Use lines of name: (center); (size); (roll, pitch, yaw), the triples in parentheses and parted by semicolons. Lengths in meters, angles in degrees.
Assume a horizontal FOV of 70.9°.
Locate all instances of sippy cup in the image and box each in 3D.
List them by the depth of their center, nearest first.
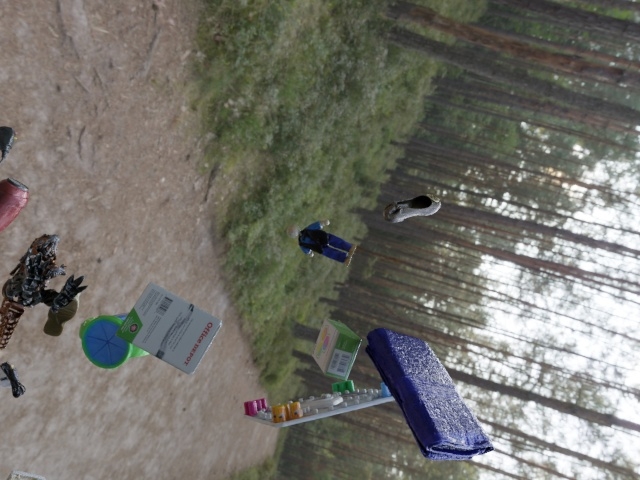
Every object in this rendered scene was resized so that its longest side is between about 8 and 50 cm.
sippy cup: (-0.901, 0.429, 2.029); (0.240, 0.305, 0.224); (-38, 178, 11)

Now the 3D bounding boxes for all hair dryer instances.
hair dryer: (-0.803, -0.118, 1.050); (0.080, 0.224, 0.293); (165, -81, -86)

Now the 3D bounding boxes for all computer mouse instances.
computer mouse: (-0.930, 0.406, 1.325); (0.042, 0.193, 0.106); (-30, 103, -45)

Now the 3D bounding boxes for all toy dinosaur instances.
toy dinosaur: (-0.775, 0.129, 1.219); (0.164, 0.218, 0.321); (18, 67, -59)

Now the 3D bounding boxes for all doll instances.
doll: (0.000, 0.000, 1.211); (0.046, 0.189, 0.129); (-67, 178, -57)

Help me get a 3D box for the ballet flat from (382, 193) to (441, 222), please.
ballet flat: (0.300, -0.115, 1.450); (0.250, 0.084, 0.058); (-15, 127, -32)

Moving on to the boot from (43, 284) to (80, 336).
boot: (-0.865, 0.207, 1.536); (0.213, 0.077, 0.165); (-48, -150, 29)

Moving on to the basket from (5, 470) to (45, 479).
basket: (-0.970, 0.840, 1.422); (0.103, 0.113, 0.167); (-9, -125, 62)

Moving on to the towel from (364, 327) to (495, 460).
towel: (0.234, 0.347, 1.026); (0.076, 0.228, 0.308); (-51, -142, 20)

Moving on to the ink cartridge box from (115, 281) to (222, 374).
ink cartridge box: (-0.372, 0.223, 1.130); (0.153, 0.208, 0.087); (-60, -179, -18)

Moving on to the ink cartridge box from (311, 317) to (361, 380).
ink cartridge box: (0.031, 0.272, 1.177); (0.209, 0.062, 0.109); (-162, -88, -77)

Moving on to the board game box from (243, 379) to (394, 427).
board game box: (-0.003, 0.474, 1.342); (0.390, 0.390, 0.050); (143, -61, -62)
